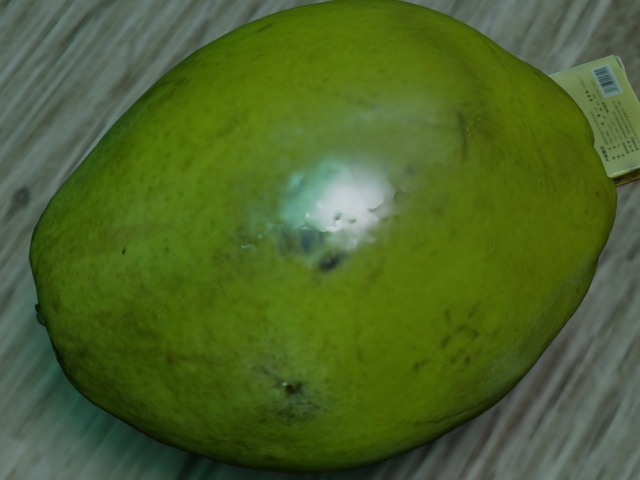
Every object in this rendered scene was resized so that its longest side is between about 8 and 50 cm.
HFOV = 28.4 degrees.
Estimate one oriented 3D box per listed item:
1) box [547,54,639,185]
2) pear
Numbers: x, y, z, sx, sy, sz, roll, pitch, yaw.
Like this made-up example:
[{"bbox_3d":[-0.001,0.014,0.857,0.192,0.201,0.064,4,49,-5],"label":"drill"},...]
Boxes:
[{"bbox_3d":[0.111,-0.050,0.703,0.149,0.020,0.073,-17,68,-7],"label":"box"},{"bbox_3d":[0.000,0.000,0.582,0.269,0.212,0.212,-13,67,-5],"label":"pear"}]
